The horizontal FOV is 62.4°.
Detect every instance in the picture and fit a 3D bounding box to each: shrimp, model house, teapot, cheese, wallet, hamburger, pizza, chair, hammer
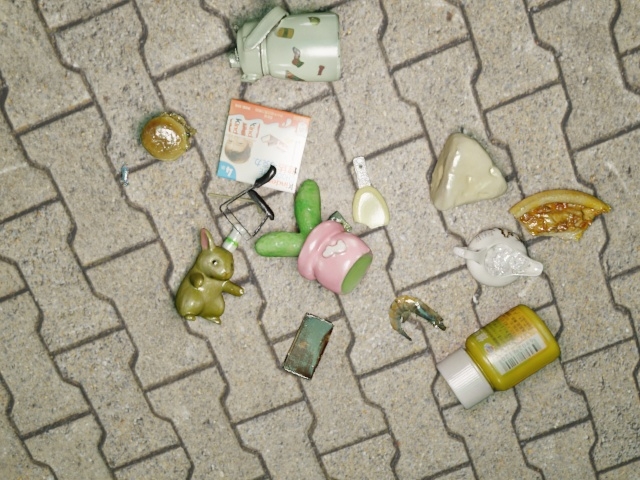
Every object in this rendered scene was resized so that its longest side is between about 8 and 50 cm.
[{"bbox_3d":[0.347,0.293,1.923,0.217,0.051,0.150,31,101,0],"label":"shrimp"},{"bbox_3d":[0.056,-0.049,1.834,0.079,0.066,0.083,-39,98,3],"label":"model house"},{"bbox_3d":[0.599,0.062,1.840,0.299,0.166,0.208,7,112,-14],"label":"teapot"},{"bbox_3d":[0.495,-0.239,1.765,0.251,0.173,0.248,-4,109,-1],"label":"cheese"},{"bbox_3d":[-0.044,0.386,1.929,0.122,0.031,0.232,24,96,-2],"label":"wallet"},{"bbox_3d":[-0.491,-0.338,1.723,0.185,0.131,0.159,-15,104,-4],"label":"hamburger"},{"bbox_3d":[0.841,-0.089,1.858,0.365,0.074,0.182,4,91,-3],"label":"pizza"},{"bbox_3d":[-0.196,-0.125,1.726,0.221,0.140,0.145,-40,95,3],"label":"chair"},{"bbox_3d":[-0.293,-0.135,1.827,0.195,0.028,0.060,9,107,-1],"label":"hammer"},{"bbox_3d":[0.156,-0.162,1.827,0.127,0.050,0.255,-15,99,2],"label":"cheese"}]

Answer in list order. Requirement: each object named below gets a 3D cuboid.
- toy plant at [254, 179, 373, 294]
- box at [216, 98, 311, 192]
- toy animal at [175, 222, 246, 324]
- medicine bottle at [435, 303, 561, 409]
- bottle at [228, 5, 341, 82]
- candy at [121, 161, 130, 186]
[{"bbox_3d":[0.003,0.001,1.732,0.356,0.210,0.317,32,79,32],"label":"toy plant"},{"bbox_3d":[-0.191,-0.315,1.782,0.273,0.048,0.265,11,101,-5],"label":"box"},{"bbox_3d":[-0.361,0.112,1.784,0.181,0.180,0.363,16,109,-45],"label":"toy animal"},{"bbox_3d":[0.619,0.414,1.865,0.384,0.224,0.224,-35,100,3],"label":"medicine bottle"},{"bbox_3d":[-0.114,-0.610,1.657,0.351,0.229,0.229,0,101,1],"label":"bottle"},{"bbox_3d":[-0.659,-0.224,1.791,0.030,0.020,0.083,4,98,-4],"label":"candy"}]
